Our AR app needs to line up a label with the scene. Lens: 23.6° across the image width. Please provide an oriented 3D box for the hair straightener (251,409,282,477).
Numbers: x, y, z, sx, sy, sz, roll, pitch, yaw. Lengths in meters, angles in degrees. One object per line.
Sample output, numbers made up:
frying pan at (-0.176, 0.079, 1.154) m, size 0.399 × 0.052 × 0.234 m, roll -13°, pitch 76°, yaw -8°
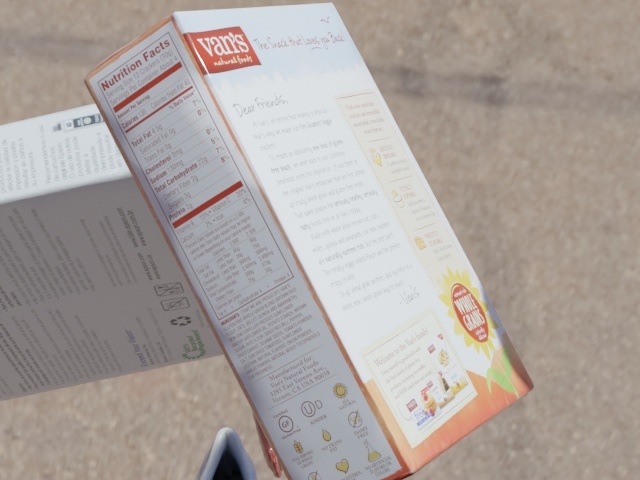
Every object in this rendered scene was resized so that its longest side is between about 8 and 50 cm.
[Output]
hair straightener at (-0.026, 0.097, 1.295) m, size 0.089 × 0.047 × 0.230 m, roll -18°, pitch 41°, yaw -2°

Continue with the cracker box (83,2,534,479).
cracker box at (0.000, 0.000, 0.746) m, size 0.156 × 0.067 × 0.232 m, roll -18°, pitch 80°, yaw -60°

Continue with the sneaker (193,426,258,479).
sneaker at (-0.059, 0.214, 0.992) m, size 0.080 × 0.094 × 0.212 m, roll -2°, pitch 39°, yaw -11°

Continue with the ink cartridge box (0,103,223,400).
ink cartridge box at (-0.238, 0.029, 1.112) m, size 0.330 × 0.324 × 0.071 m, roll -11°, pitch 64°, yaw -1°
